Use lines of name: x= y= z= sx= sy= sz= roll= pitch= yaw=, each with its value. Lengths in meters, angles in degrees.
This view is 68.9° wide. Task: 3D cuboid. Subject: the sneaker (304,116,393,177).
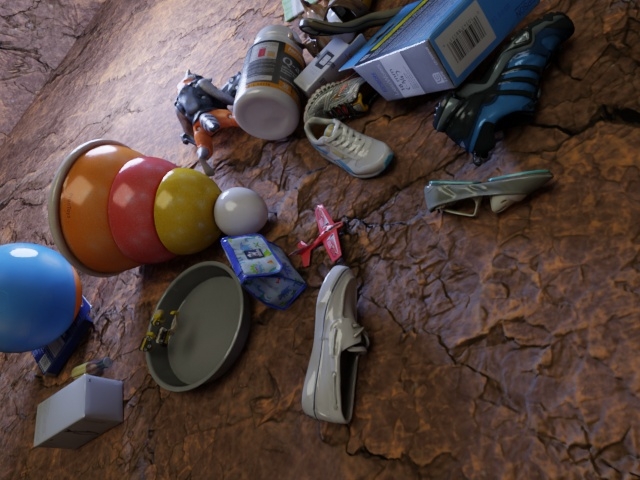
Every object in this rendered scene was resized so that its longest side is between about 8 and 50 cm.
sneaker: x=0.054 y=-0.202 z=0.997 sx=0.229 sy=0.092 sz=0.087 roll=27 pitch=82 yaw=40

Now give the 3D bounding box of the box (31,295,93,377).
box: x=-0.734 y=0.263 z=1.344 sx=0.137 sy=0.036 sz=0.225 roll=28 pitch=84 yaw=41

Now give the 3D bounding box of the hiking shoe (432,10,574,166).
hiking shoe: x=0.347 y=-0.271 z=0.838 sx=0.304 sy=0.113 sz=0.132 roll=-42 pitch=79 yaw=1

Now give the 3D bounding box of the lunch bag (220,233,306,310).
lunch bag: x=-0.121 y=0.056 z=0.936 sx=0.096 sy=0.151 sz=0.128 roll=-51 pitch=47 yaw=15

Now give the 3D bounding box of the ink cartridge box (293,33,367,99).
ink cartridge box: x=0.038 y=-0.400 z=1.105 sx=0.180 sy=0.104 sz=0.060 roll=-45 pitch=54 yaw=6

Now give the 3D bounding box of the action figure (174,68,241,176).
action figure: x=-0.284 y=-0.380 z=1.286 sx=0.341 sy=0.179 sz=0.330 roll=-46 pitch=58 yaw=10

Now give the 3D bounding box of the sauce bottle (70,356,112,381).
sauce bottle: x=-0.588 y=0.330 z=1.201 sx=0.128 sy=0.042 sz=0.042 roll=-21 pitch=55 yaw=23

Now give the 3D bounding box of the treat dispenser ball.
treat dispenser ball: x=-0.790 y=0.149 z=1.231 sx=0.289 sy=0.288 sz=0.287 roll=-17 pitch=57 yaw=28

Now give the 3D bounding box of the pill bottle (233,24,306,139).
pill bottle: x=-0.120 y=-0.404 z=1.178 sx=0.162 sy=0.162 sz=0.278 roll=-15 pitch=53 yaw=29

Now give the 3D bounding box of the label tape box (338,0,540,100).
label tape box: x=0.215 y=-0.399 z=0.931 sx=0.240 sy=0.106 sz=0.334 roll=-46 pitch=23 yaw=-9

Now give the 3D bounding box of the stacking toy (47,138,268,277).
stacking toy: x=-0.351 y=-0.062 z=1.127 sx=0.481 sy=0.350 sz=0.350 roll=5 pitch=68 yaw=18

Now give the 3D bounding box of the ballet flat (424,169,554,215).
ballet flat: x=0.281 y=-0.076 z=0.795 sx=0.213 sy=0.072 sz=0.068 roll=-2 pitch=93 yaw=36

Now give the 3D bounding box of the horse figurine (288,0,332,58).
horse figurine: x=-0.016 y=-0.559 z=1.214 sx=0.066 sy=0.175 sz=0.263 roll=-18 pitch=69 yaw=33

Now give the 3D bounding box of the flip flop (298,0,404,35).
flip flop: x=0.073 y=-0.523 z=1.073 sx=0.277 sy=0.080 sz=0.112 roll=-20 pitch=26 yaw=-19

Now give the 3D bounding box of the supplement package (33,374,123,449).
supplement package: x=-0.568 y=0.408 z=1.101 sx=0.179 sy=0.105 sz=0.105 roll=-33 pitch=51 yaw=18

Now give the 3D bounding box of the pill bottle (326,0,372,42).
pill bottle: x=0.075 y=-0.602 z=1.192 sx=0.103 sy=0.103 sz=0.184 roll=3 pitch=68 yaw=37

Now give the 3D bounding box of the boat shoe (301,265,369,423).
boat shoe: x=0.039 y=0.175 z=0.803 sx=0.088 sy=0.096 sz=0.267 roll=2 pitch=68 yaw=32

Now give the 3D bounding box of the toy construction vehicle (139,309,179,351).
toy construction vehicle: x=-0.356 y=0.204 z=1.041 sx=0.086 sy=0.035 sz=0.098 roll=-11 pitch=57 yaw=44

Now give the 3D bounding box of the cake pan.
cake pan: x=-0.270 y=0.190 z=1.040 sx=0.294 sy=0.054 sz=0.292 roll=-17 pitch=57 yaw=28

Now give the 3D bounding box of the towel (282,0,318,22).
towel: x=-0.050 y=-0.736 z=1.409 sx=0.152 sy=0.023 sz=0.113 roll=-25 pitch=53 yaw=23

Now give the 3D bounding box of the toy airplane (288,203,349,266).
toy airplane: x=0.000 y=0.000 z=0.968 sx=0.151 sy=0.028 sz=0.151 roll=-18 pitch=55 yaw=28

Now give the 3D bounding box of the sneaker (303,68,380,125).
sneaker: x=0.057 y=-0.320 z=1.062 sx=0.225 sy=0.088 sz=0.092 roll=-35 pitch=52 yaw=15
